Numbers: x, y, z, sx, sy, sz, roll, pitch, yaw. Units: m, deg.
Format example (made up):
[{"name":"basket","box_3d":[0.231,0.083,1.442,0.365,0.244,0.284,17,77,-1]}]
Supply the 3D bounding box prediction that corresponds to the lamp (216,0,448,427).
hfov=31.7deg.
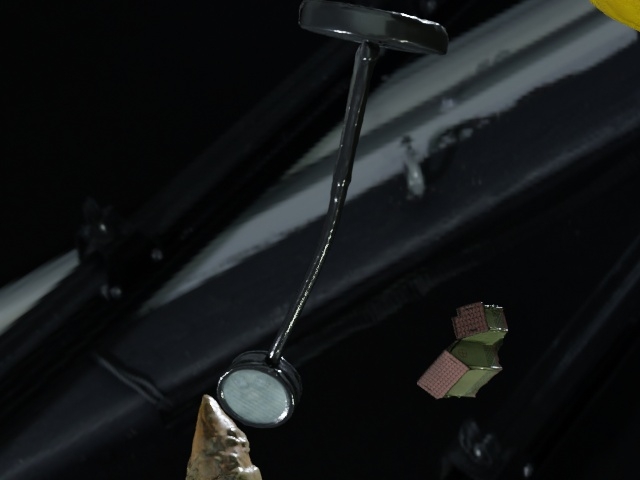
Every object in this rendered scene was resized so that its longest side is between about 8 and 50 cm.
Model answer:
[{"name":"lamp","box_3d":[0.008,-0.019,0.890,0.130,0.371,0.108,13,-151,7]}]

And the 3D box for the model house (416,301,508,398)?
[{"name":"model house","box_3d":[0.126,0.099,0.999,0.058,0.083,0.057,7,-127,-21]}]

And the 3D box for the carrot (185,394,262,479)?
[{"name":"carrot","box_3d":[-0.095,0.292,1.205,0.102,0.102,0.263,-14,-105,3]}]

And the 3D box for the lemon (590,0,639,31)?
[{"name":"lemon","box_3d":[0.242,-0.225,0.623,0.263,0.236,0.236,-37,-125,-10]}]
